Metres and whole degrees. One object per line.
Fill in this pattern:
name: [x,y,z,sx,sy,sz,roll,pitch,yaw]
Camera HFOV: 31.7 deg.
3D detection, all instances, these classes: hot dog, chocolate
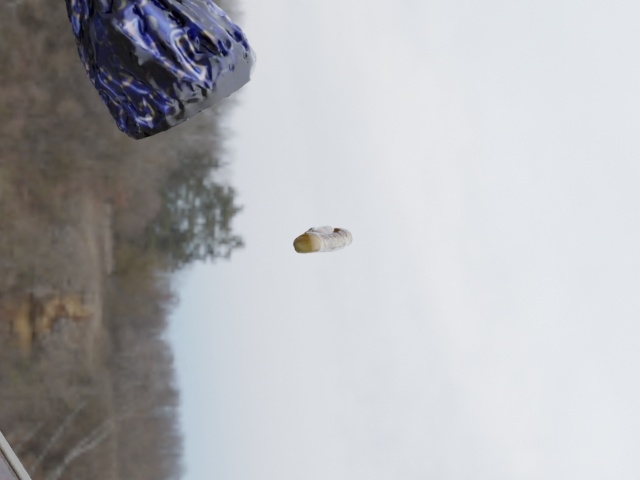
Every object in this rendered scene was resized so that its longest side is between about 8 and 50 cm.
hot dog: [0.000,-0.001,1.241,0.137,0.044,0.028,-15,100,-70]
chocolate: [-0.192,-0.241,0.868,0.343,0.126,0.148,55,-10,-12]

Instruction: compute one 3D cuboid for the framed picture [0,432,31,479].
framed picture: [-0.413,0.298,1.231,0.211,0.020,0.289,57,21,1]
